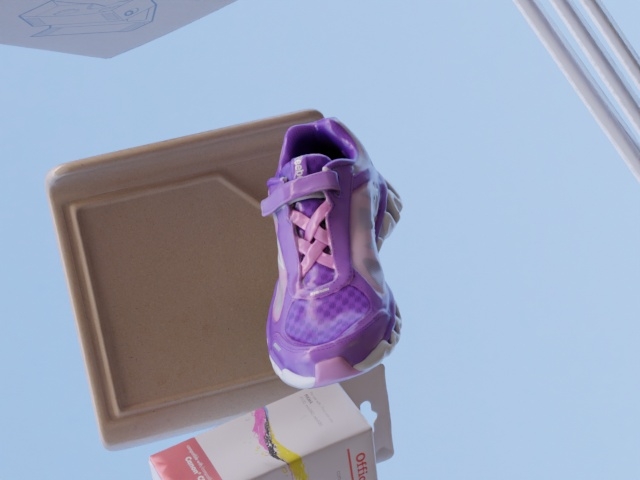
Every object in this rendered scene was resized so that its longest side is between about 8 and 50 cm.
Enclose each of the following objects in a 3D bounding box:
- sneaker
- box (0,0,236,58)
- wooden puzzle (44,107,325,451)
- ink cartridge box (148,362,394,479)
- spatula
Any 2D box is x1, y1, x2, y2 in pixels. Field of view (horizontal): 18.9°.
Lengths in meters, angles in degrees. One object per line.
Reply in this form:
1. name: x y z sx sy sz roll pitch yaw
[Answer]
1. sneaker: 0.000 0.000 1.309 0.236 0.095 0.105 -86 -20 -52
2. box: -0.182 -0.183 1.494 0.201 0.164 0.021 2 -106 -51
3. wooden puzzle: -0.085 0.030 1.481 0.221 0.044 0.239 -13 -72 -11
4. ink cartridge box: -0.021 0.183 1.454 0.198 0.067 0.115 -23 -47 -17
5. spatula: 0.083 -0.121 0.764 0.242 0.019 0.168 51 -160 -17
